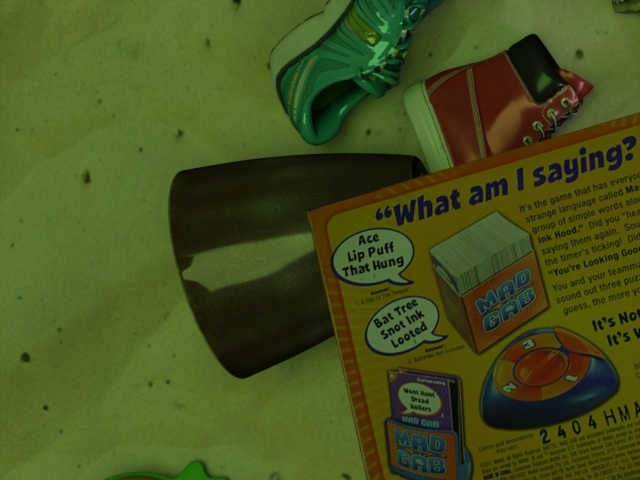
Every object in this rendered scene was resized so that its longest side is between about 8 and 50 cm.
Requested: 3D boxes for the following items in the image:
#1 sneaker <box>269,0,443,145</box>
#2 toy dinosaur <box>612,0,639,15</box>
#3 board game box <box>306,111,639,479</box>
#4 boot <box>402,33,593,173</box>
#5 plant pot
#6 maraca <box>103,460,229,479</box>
[{"bbox_3d":[0.060,-0.197,1.933,0.275,0.107,0.110,-44,49,36],"label":"sneaker"},{"bbox_3d":[0.391,-0.167,1.892,0.268,0.064,0.118,22,90,12],"label":"toy dinosaur"},{"bbox_3d":[0.229,0.147,1.711,0.356,0.356,0.356,-16,63,8],"label":"board game box"},{"bbox_3d":[0.202,-0.071,1.937,0.176,0.088,0.244,-22,81,14],"label":"boot"},{"bbox_3d":[0.000,0.000,1.932,0.230,0.215,0.215,-18,86,14],"label":"plant pot"},{"bbox_3d":[-0.176,0.298,2.052,0.185,0.099,0.127,-17,82,-9],"label":"maraca"}]
